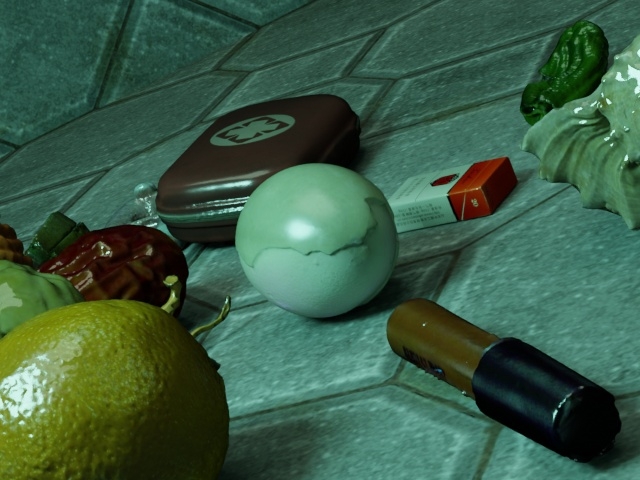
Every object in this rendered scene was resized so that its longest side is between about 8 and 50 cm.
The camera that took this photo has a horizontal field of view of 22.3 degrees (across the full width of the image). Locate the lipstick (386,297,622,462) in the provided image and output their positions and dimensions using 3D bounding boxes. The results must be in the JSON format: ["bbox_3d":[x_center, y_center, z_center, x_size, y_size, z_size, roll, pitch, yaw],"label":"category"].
[{"bbox_3d":[0.154,0.119,1.513,0.077,0.077,0.418,-27,16,-13],"label":"lipstick"}]

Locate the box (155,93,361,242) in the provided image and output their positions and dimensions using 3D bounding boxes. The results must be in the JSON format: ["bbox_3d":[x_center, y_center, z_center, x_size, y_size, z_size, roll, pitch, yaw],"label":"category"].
[{"bbox_3d":[-0.089,-0.116,2.443,0.263,0.108,0.404,-7,21,19],"label":"box"}]

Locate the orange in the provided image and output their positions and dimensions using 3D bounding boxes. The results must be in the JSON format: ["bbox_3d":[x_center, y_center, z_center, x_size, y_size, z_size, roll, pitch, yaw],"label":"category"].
[{"bbox_3d":[-0.211,0.177,1.543,0.264,0.264,0.264,-21,17,7],"label":"orange"}]

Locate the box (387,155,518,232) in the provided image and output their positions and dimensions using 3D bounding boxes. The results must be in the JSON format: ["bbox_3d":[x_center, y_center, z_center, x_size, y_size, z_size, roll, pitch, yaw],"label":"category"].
[{"bbox_3d":[0.166,-0.058,2.092,0.152,0.048,0.100,-9,24,33],"label":"box"}]

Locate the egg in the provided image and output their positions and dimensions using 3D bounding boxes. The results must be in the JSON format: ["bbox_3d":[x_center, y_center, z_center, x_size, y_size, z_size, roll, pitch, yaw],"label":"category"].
[{"bbox_3d":[0.000,0.000,1.883,0.183,0.183,0.217,-27,9,-14],"label":"egg"}]

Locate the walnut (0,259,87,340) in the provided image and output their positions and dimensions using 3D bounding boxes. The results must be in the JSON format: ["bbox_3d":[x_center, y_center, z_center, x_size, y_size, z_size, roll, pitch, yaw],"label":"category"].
[{"bbox_3d":[-0.385,0.155,1.771,0.277,0.253,0.282,16,29,35],"label":"walnut"}]

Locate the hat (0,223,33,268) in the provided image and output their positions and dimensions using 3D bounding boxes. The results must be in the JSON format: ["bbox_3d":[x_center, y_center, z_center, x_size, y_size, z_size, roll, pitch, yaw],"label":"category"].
[{"bbox_3d":[-0.489,0.084,2.054,0.285,0.285,0.400,-26,8,-10],"label":"hat"}]

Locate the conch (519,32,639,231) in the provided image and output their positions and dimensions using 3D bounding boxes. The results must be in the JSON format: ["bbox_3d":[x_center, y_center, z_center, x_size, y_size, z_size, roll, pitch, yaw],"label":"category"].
[{"bbox_3d":[0.377,-0.103,1.719,0.297,0.210,0.352,-17,-16,26],"label":"conch"}]

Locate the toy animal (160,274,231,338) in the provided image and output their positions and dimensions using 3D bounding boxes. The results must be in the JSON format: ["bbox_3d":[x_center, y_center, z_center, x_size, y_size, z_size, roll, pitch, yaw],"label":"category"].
[{"bbox_3d":[-0.207,0.135,1.928,0.255,0.116,0.114,-23,37,-21],"label":"toy animal"}]

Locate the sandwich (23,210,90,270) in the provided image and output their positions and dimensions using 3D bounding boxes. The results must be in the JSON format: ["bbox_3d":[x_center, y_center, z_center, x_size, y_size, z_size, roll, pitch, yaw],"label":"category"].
[{"bbox_3d":[-0.412,0.018,2.458,0.159,0.079,0.235,-41,9,19],"label":"sandwich"}]

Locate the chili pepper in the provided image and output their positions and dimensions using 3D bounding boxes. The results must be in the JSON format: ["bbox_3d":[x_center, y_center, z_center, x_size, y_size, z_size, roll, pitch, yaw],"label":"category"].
[{"bbox_3d":[0.360,-0.233,2.318,0.099,0.083,0.253,-13,24,32],"label":"chili pepper"}]

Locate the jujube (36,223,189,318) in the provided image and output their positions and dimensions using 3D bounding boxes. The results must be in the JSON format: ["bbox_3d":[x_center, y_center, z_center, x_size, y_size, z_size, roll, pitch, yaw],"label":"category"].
[{"bbox_3d":[-0.281,0.076,2.046,0.250,0.174,0.174,-29,18,-29],"label":"jujube"}]

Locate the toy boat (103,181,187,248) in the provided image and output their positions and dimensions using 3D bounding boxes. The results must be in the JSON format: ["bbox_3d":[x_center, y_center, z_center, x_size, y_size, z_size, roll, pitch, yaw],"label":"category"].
[{"bbox_3d":[-0.268,-0.030,2.488,0.155,0.085,0.227,-20,17,12],"label":"toy boat"}]
